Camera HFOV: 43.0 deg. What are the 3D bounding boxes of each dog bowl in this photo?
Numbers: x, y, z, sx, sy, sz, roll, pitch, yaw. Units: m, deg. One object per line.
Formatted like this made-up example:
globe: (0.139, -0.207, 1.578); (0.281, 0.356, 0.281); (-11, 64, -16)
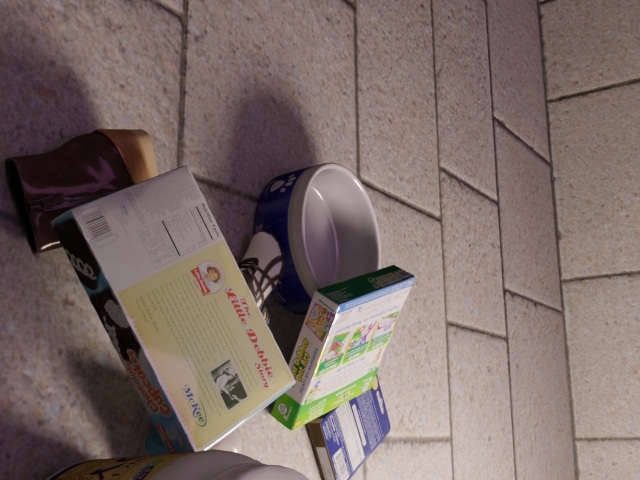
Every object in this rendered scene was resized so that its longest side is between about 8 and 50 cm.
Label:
dog bowl: (0.000, 0.000, 1.450); (0.265, 0.104, 0.265); (22, 64, -54)

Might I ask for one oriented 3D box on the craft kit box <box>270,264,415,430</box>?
craft kit box: (0.043, 0.176, 1.385); (0.249, 0.061, 0.247); (-12, 125, -54)

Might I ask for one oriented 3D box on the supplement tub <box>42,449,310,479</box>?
supplement tub: (-0.165, 0.350, 0.865); (0.241, 0.331, 0.241); (20, 62, -45)

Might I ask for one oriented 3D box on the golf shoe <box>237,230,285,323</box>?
golf shoe: (-0.114, 0.062, 1.282); (0.094, 0.077, 0.198); (41, 48, -45)

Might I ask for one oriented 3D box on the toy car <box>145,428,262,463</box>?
toy car: (-0.166, 0.301, 1.102); (0.136, 0.159, 0.182); (-37, 119, -14)

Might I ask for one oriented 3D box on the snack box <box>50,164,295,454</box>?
snack box: (-0.174, 0.083, 1.008); (0.187, 0.060, 0.322); (-29, 94, -46)

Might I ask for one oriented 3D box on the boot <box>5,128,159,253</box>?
boot: (-0.284, -0.015, 1.058); (0.206, 0.090, 0.249); (-26, 106, -44)

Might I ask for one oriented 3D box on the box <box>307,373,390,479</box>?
box: (0.058, 0.346, 1.512); (0.225, 0.036, 0.137); (-30, 108, -55)
